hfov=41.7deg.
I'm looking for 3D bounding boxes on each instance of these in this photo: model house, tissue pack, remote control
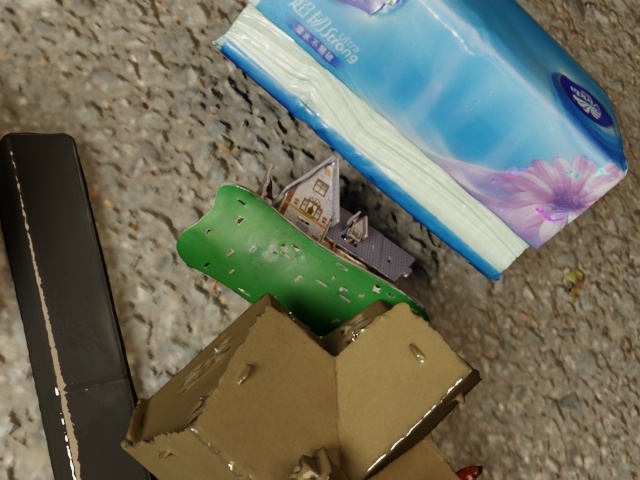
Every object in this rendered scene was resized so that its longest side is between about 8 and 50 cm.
[{"bbox_3d":[0.000,0.000,0.582,0.167,0.117,0.088,33,53,-11],"label":"model house"},{"bbox_3d":[0.083,-0.129,0.630,0.263,0.146,0.198,40,28,-11],"label":"tissue pack"},{"bbox_3d":[-0.155,0.048,0.526,0.063,0.025,0.245,-8,74,-36],"label":"remote control"},{"bbox_3d":[0.015,0.127,0.421,0.176,0.248,0.181,-45,103,4],"label":"model house"}]

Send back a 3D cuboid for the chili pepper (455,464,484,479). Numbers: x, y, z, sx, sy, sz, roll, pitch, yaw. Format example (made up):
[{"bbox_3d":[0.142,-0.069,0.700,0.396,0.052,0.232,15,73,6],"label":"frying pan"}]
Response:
[{"bbox_3d":[0.110,0.335,0.515,0.137,0.092,0.369,-6,75,-31],"label":"chili pepper"}]
